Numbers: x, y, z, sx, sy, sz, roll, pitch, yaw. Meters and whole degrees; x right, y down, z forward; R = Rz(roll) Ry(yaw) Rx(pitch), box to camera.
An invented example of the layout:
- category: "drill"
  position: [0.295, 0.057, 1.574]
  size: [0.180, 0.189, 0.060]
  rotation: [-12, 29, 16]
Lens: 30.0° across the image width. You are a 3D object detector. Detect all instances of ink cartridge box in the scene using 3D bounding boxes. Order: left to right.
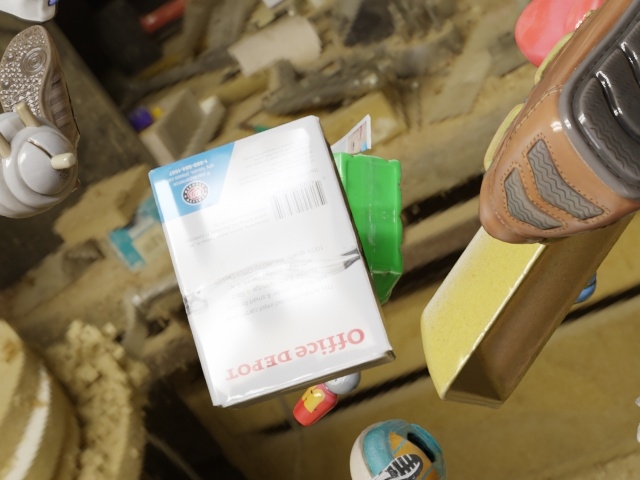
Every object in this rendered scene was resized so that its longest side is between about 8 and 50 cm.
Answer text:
- category: "ink cartridge box"
  position: [-0.057, 0.033, 1.484]
  size: [0.223, 0.307, 0.129]
  rotation: [-18, -12, 4]

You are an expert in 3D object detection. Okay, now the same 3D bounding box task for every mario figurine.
- category: "mario figurine"
  position: [0.383, -0.201, 1.430]
  size: [0.198, 0.320, 0.170]
  rotation: [-65, -4, -60]

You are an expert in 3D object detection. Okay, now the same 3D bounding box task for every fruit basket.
- category: "fruit basket"
  position: [0.000, 0.000, 1.946]
  size: [0.353, 0.165, 0.327]
  rotation: [-24, 62, 58]

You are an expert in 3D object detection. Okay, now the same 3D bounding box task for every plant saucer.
- category: "plant saucer"
  position: [0.229, 0.022, 1.300]
  size: [0.081, 0.333, 0.333]
  rotation: [34, 93, 21]

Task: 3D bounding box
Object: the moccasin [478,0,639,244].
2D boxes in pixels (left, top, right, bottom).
- category: "moccasin"
  position: [0.237, -0.118, 0.855]
  size: [0.380, 0.139, 0.147]
  rotation: [-50, 8, -36]

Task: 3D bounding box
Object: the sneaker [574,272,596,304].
- category: "sneaker"
  position: [0.315, 0.084, 1.809]
  size: [0.209, 0.082, 0.069]
  rotation: [-8, 52, -4]

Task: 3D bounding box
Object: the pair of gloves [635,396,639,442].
- category: "pair of gloves"
  position: [0.498, 0.209, 1.419]
  size: [0.240, 0.042, 0.204]
  rotation: [-20, 18, 6]

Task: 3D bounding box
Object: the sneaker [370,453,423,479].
- category: "sneaker"
  position: [0.095, 0.333, 1.668]
  size: [0.109, 0.040, 0.044]
  rotation: [-31, -5, -15]

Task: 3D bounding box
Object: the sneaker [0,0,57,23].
- category: "sneaker"
  position: [-0.356, -0.385, 1.504]
  size: [0.315, 0.182, 0.127]
  rotation: [-27, 47, 6]

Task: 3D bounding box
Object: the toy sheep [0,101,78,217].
- category: "toy sheep"
  position: [-0.234, -0.060, 0.927]
  size: [0.132, 0.091, 0.091]
  rotation: [4, 45, 47]

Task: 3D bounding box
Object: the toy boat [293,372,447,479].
- category: "toy boat"
  position: [0.104, 0.353, 2.117]
  size: [0.148, 0.318, 0.267]
  rotation: [-48, -2, 18]

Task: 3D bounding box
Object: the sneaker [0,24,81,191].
- category: "sneaker"
  position: [-0.286, -0.132, 1.235]
  size: [0.066, 0.071, 0.188]
  rotation: [-18, 62, 15]
